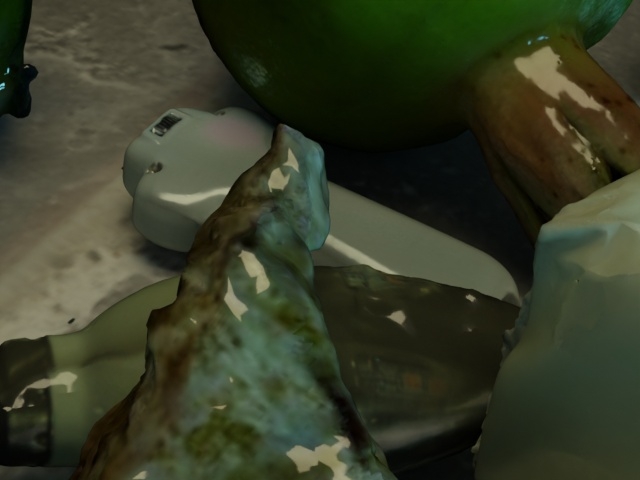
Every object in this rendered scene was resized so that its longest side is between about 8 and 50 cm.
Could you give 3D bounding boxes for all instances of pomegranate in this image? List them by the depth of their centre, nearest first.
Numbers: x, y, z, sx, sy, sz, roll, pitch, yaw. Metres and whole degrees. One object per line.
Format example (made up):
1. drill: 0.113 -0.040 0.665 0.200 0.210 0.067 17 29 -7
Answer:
1. pomegranate: 0.066 -0.117 0.868 0.236 0.236 0.301 -16 67 -27

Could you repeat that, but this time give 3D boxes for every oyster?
1. oyster: -0.008 0.154 0.583 0.204 0.111 0.396 -21 67 -17

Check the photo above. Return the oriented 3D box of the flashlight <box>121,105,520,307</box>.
1. flashlight: 0.000 0.000 0.839 0.200 0.047 0.093 27 44 16

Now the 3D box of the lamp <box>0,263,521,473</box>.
1. lamp: -0.016 0.059 0.727 0.250 0.101 0.101 -2 42 -18

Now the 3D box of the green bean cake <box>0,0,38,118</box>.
1. green bean cake: -0.246 -0.186 0.848 0.156 0.250 0.247 -21 48 -30

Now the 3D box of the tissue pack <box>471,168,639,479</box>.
1. tissue pack: 0.281 0.107 0.644 0.297 0.207 0.380 -24 51 -32
